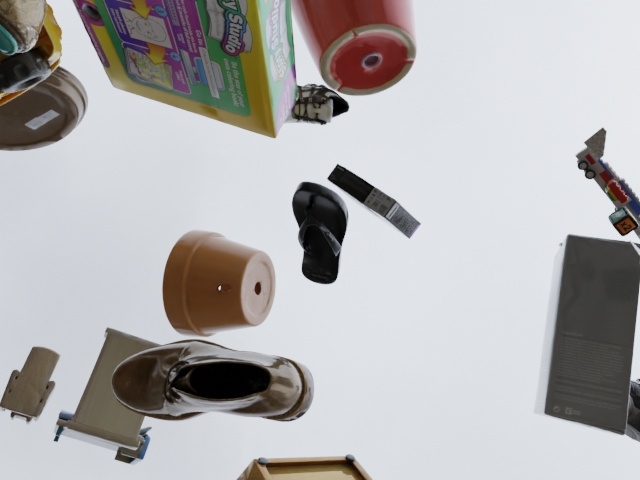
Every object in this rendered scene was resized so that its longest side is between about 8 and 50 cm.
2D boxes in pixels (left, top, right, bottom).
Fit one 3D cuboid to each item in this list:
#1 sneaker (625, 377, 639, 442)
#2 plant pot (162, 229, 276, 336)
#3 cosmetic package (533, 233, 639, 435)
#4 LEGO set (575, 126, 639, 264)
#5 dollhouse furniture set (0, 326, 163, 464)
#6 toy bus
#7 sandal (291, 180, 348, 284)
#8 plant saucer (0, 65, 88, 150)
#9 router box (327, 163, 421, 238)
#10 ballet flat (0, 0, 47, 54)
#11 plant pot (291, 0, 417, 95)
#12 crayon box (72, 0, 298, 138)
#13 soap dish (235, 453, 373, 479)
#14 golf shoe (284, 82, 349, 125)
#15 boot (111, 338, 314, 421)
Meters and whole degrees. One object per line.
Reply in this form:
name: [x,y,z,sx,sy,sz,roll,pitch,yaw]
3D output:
sneaker: [0.592,0.276,1.181,0.269,0.153,0.101,37,-21,4]
plant pot: [-0.251,0.118,1.682,0.204,0.291,0.290,2,-78,23]
cosmetic package: [0.350,0.122,0.835,0.107,0.127,0.238,12,-100,16]
LEGO set: [0.395,-0.024,0.771,0.060,0.244,0.182,-39,-132,26]
dollhouse furniture set: [-0.473,0.318,1.316,0.286,0.198,0.303,22,-31,-13]
toy bus: [-0.408,-0.241,0.801,0.220,0.211,0.149,-25,-81,12]
sandal: [0.001,0.000,1.130,0.097,0.054,0.254,8,-42,14]
plant saucer: [-0.598,-0.256,1.239,0.278,0.278,0.041,-32,-116,31]
router box: [0.112,-0.083,1.338,0.179,0.133,0.046,38,-88,36]
ballet flat: [-0.307,-0.244,0.506,0.073,0.067,0.206,2,-34,39]
plant pot: [0.075,-0.447,1.280,0.275,0.275,0.243,-30,-123,32]
crayon box: [-0.202,-0.338,0.926,0.313,0.106,0.363,18,-26,11]
soap dish: [-0.006,0.534,1.276,0.229,0.291,0.118,33,-68,61]
golf shoe: [-0.027,-0.251,1.174,0.094,0.198,0.077,27,-54,35]
boot: [-0.168,0.175,0.816,0.305,0.115,0.112,-5,-110,27]
